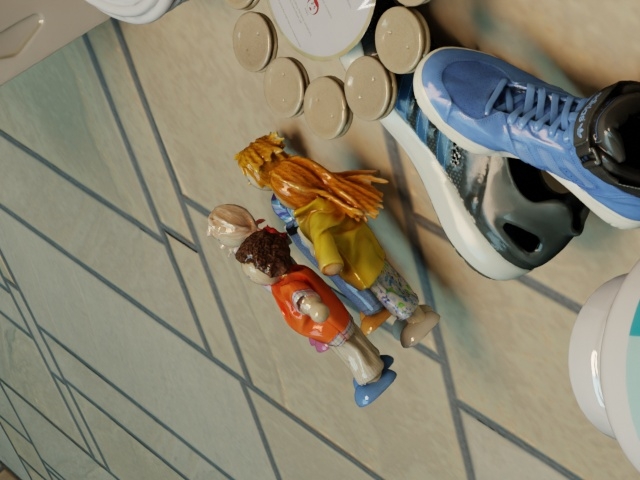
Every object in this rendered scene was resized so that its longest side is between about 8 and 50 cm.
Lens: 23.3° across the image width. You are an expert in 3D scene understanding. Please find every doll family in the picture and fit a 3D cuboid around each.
[{"bbox_3d":[0.000,0.000,1.120,0.163,0.118,0.263,50,176,-13],"label":"doll family"}]

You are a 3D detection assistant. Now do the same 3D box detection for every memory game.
[{"bbox_3d":[0.002,-0.151,0.876,0.186,0.012,0.186,13,108,48],"label":"memory game"}]

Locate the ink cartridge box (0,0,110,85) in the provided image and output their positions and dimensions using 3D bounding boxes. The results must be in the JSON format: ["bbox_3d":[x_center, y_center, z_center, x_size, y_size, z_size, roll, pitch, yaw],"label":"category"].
[{"bbox_3d":[-0.327,-0.217,1.237,0.289,0.211,0.121,25,144,44],"label":"ink cartridge box"}]

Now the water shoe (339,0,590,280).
[{"bbox_3d":[0.083,-0.078,0.893,0.080,0.073,0.203,-34,84,30],"label":"water shoe"}]

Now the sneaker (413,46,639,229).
[{"bbox_3d":[0.124,-0.064,0.794,0.152,0.058,0.084,33,159,-3],"label":"sneaker"}]

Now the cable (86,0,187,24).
[{"bbox_3d":[-0.149,-0.260,0.994,0.257,0.089,0.257,47,157,8],"label":"cable"}]

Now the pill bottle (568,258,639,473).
[{"bbox_3d":[0.228,0.061,0.707,0.146,0.146,0.264,57,156,-15],"label":"pill bottle"}]
